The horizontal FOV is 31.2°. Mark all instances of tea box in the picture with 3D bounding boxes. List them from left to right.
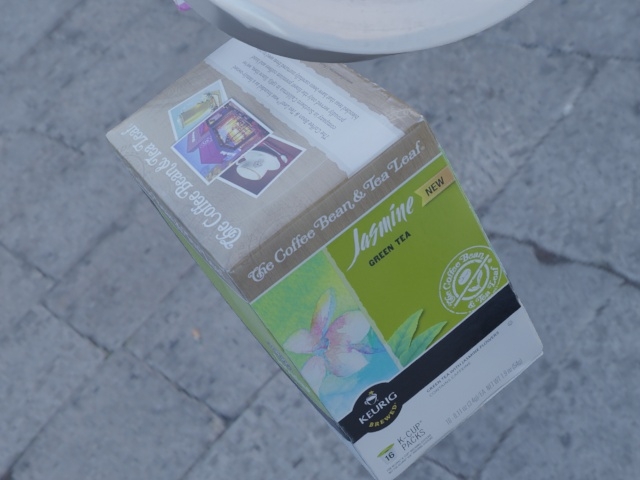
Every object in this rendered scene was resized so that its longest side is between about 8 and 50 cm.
[{"bbox_3d":[0.000,0.000,1.138,0.220,0.323,0.329,-39,38,-6],"label":"tea box"}]

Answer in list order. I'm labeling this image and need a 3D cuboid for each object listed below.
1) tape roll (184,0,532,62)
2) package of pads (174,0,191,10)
[{"bbox_3d":[0.015,-0.211,0.563,0.246,0.246,0.169,-39,9,0],"label":"tape roll"},{"bbox_3d":[-0.107,-0.250,1.107,0.050,0.032,0.083,-18,17,23],"label":"package of pads"}]
